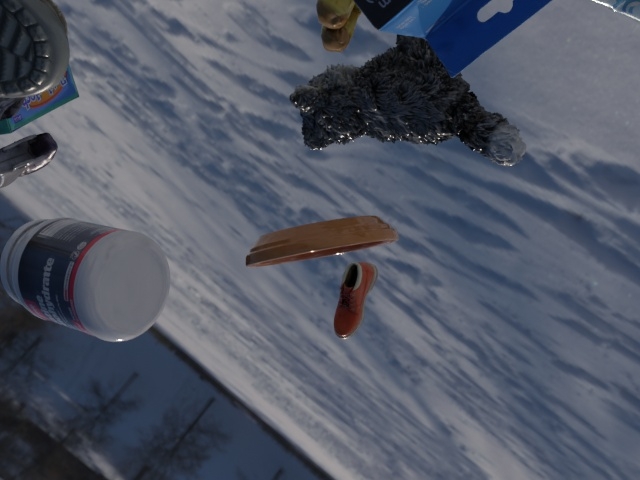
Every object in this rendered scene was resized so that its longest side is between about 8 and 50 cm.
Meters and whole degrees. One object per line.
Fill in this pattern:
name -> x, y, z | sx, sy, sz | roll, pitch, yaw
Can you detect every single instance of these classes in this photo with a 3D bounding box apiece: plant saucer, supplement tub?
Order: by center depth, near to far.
plant saucer -> 0.000, 0.000, 1.081 | 0.200, 0.199, 0.037 | 156, 104, -75
supplement tub -> -0.417, 0.062, 1.488 | 0.272, 0.191, 0.191 | 10, 151, 38

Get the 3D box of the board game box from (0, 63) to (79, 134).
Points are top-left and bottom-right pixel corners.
board game box -> -0.374, -0.247, 1.002 | 0.047, 0.160, 0.210 | -5, 112, 18

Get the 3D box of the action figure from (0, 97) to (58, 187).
action figure -> -0.390, -0.065, 0.806 | 0.099, 0.285, 0.185 | -16, 109, 41

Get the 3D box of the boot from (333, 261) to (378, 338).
boot -> 0.054, 0.113, 1.625 | 0.059, 0.158, 0.084 | 19, -179, 24

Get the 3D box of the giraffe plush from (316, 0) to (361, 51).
giraffe plush -> 0.086, -0.438, 1.455 | 0.170, 0.210, 0.181 | -2, 141, 9

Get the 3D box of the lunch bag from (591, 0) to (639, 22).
lunch bag -> 0.340, -0.296, 0.837 | 0.128, 0.151, 0.096 | 19, -146, -13

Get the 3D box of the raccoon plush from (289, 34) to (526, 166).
raccoon plush -> 0.134, -0.240, 1.596 | 0.446, 0.299, 0.216 | 46, 159, 57

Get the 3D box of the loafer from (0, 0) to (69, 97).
loafer -> -0.265, -0.181, 0.539 | 0.251, 0.087, 0.094 | 30, 125, -3

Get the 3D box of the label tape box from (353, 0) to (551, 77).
label tape box -> 0.138, -0.399, 1.070 | 0.249, 0.115, 0.348 | -34, 96, 38
